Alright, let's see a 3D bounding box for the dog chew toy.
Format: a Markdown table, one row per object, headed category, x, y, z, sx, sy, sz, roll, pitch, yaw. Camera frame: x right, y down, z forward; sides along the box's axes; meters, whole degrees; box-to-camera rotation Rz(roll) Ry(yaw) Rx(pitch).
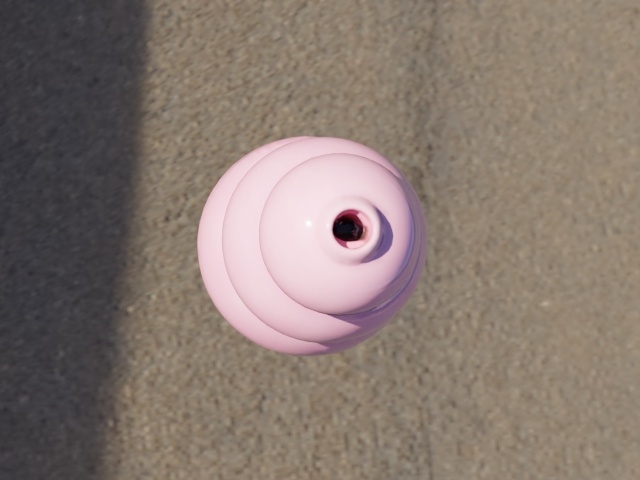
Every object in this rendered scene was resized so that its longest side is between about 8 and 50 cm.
| category | x | y | z | sx | sy | sz | roll | pitch | yaw |
| --- | --- | --- | --- | --- | --- | --- | --- | --- | --- |
| dog chew toy | 0.000 | 0.000 | 1.201 | 0.207 | 0.332 | 0.206 | 0 | 86 | -8 |
